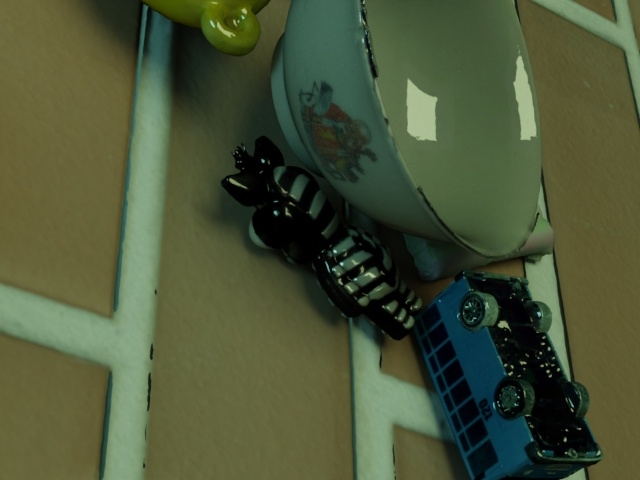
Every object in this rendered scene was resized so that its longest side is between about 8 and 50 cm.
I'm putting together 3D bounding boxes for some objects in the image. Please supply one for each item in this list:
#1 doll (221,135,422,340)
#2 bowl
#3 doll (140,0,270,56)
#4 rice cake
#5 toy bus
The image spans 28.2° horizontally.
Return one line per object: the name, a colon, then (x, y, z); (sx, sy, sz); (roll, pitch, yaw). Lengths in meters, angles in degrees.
doll: (0.000, 0.000, 1.095); (0.219, 0.067, 0.091); (45, 38, -12)
bowl: (0.059, -0.139, 1.114); (0.345, 0.157, 0.345); (27, 58, -53)
doll: (-0.127, -0.362, 1.200); (0.423, 0.161, 0.348); (47, 37, 8)
rice cake: (0.141, -0.049, 1.269); (0.198, 0.037, 0.189); (-3, 62, -41)
toy bus: (0.158, 0.126, 1.099); (0.090, 0.106, 0.184); (10, 48, -39)
